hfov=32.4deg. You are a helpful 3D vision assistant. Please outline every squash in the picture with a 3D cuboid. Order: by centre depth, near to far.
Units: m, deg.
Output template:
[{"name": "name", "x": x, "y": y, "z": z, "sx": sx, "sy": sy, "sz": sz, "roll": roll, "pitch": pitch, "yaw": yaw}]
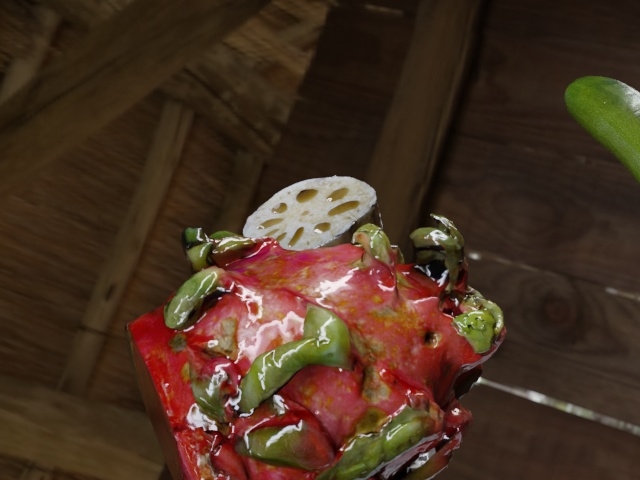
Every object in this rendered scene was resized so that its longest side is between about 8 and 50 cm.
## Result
[{"name": "squash", "x": 0.322, "y": -0.092, "z": 1.084, "sx": 0.069, "sy": 0.258, "sz": 0.069, "roll": -14, "pitch": -46, "yaw": -16}]

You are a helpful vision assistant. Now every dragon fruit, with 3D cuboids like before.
[{"name": "dragon fruit", "x": 0.000, "y": 0.060, "z": 0.558, "sx": 0.172, "sy": 0.160, "sz": 0.166, "roll": -19, "pitch": -85, "yaw": -17}]

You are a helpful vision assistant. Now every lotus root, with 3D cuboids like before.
[{"name": "lotus root", "x": 0.002, "y": -0.002, "z": 0.980, "sx": 0.112, "sy": 0.122, "sz": 0.081, "roll": -42, "pitch": -56, "yaw": -16}]
